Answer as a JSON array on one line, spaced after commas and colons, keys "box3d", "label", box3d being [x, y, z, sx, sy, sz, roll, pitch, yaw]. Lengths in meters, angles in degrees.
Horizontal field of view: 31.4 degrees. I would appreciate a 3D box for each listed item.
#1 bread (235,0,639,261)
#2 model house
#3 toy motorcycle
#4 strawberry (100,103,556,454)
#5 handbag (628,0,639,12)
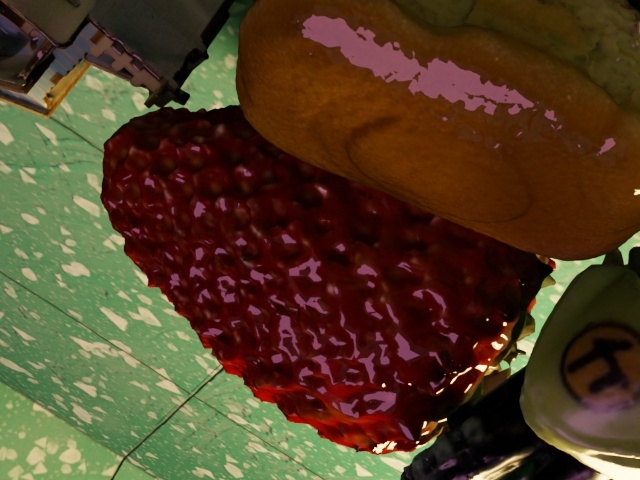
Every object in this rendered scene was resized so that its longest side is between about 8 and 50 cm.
[{"box3d": [0.076, -0.081, 0.616, 0.245, 0.121, 0.174, 20, 151, -3], "label": "bread"}, {"box3d": [-0.222, -0.193, 0.894, 0.271, 0.178, 0.206, 38, 152, -20], "label": "model house"}, {"box3d": [0.248, 0.077, 0.722, 0.168, 0.410, 0.237, 64, 155, 21], "label": "toy motorcycle"}, {"box3d": [0.000, 0.000, 0.863, 0.351, 0.267, 0.312, 19, -167, 13], "label": "strawberry"}, {"box3d": [0.117, -0.192, 0.650, 0.326, 0.118, 0.269, 37, 151, -8], "label": "handbag"}]
